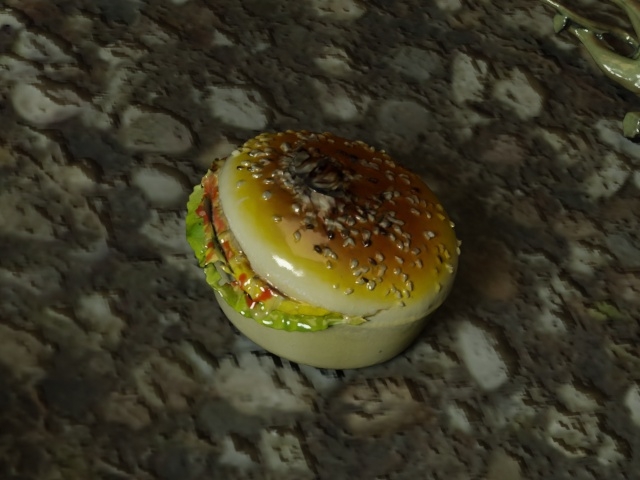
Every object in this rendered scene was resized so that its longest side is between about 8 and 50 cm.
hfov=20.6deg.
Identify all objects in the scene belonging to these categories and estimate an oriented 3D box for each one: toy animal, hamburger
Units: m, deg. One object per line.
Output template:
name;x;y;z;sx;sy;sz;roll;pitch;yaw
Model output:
toy animal;0.205;-0.095;1.048;0.220;0.069;0.086;39;25;17
hamburger;0.000;0.000;0.864;0.141;0.081;0.126;2;43;-17
